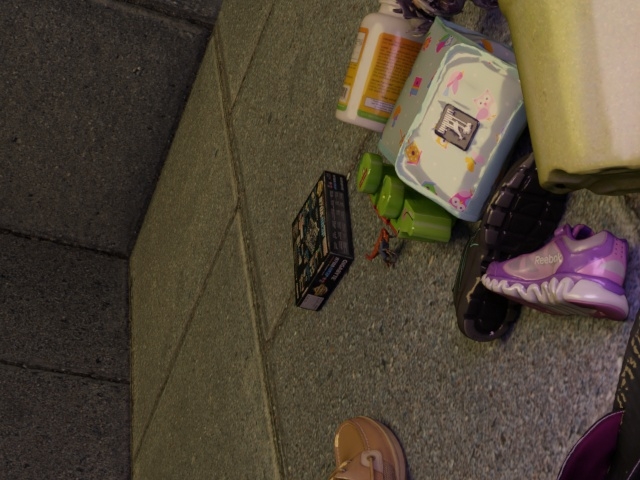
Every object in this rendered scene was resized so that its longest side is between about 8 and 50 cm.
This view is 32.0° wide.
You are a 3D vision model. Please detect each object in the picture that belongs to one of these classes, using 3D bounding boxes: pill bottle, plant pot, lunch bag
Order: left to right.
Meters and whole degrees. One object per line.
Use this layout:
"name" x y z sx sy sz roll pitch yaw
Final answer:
"pill bottle" 0.122 -0.309 1.915 0.136 0.136 0.245 -141 66 -69
"lunch bag" 0.203 -0.168 1.553 0.223 0.160 0.262 -65 20 19
"plant pot" 0.314 -0.183 1.169 0.276 0.276 0.254 159 110 -67

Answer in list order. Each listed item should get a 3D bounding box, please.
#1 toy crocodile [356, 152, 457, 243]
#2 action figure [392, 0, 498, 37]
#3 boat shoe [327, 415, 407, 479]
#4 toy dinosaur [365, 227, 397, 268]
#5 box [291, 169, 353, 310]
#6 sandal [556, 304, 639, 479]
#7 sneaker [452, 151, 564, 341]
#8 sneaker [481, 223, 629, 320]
"toy crocodile" 0.132 -0.060 1.765 0.340 0.115 0.105 -121 42 -66
"action figure" 0.223 -0.389 1.651 0.285 0.099 0.185 -40 -5 40
"boat shoe" 0.064 0.374 1.672 0.341 0.110 0.121 -116 43 -61
"toy dinosaur" 0.103 0.010 1.862 0.082 0.090 0.047 61 -150 -44
"box" 0.000 0.000 2.183 0.175 0.051 0.220 122 153 -43
"sandal" 0.294 0.246 1.118 0.167 0.107 0.445 -167 90 -71
"sneaker" 0.231 -0.002 1.468 0.106 0.101 0.267 -113 41 -63
"sneaker" 0.285 0.032 1.324 0.236 0.095 0.104 0 73 65
